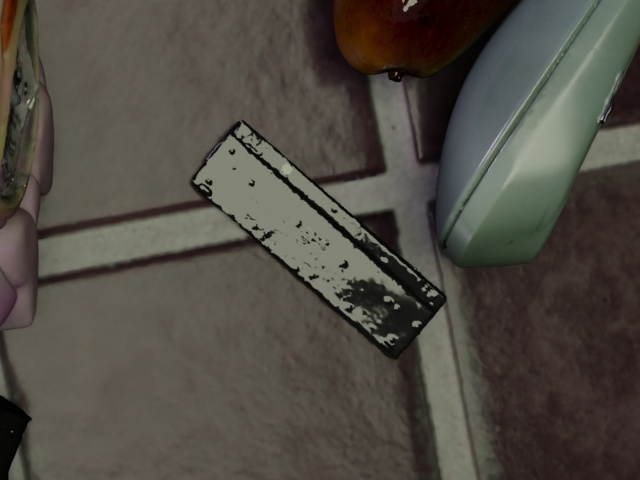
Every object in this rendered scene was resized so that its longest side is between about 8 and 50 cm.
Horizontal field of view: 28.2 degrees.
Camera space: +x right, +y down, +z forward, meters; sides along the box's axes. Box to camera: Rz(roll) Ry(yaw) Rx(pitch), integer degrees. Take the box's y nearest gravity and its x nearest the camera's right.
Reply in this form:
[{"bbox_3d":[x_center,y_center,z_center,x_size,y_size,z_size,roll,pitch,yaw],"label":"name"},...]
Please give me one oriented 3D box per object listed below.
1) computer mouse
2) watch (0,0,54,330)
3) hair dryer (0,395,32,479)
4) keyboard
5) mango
[{"bbox_3d":[0.153,-0.113,0.856,0.097,0.159,0.288,25,83,9],"label":"computer mouse"},{"bbox_3d":[-0.267,-0.077,0.710,0.217,0.248,0.211,4,53,-5],"label":"watch"},{"bbox_3d":[-0.180,0.207,0.809,0.251,0.089,0.197,23,84,-19],"label":"hair dryer"},{"bbox_3d":[0.000,0.000,0.886,0.195,0.018,0.060,42,88,-10],"label":"keyboard"},{"bbox_3d":[0.100,-0.224,0.864,0.133,0.111,0.267,39,76,1],"label":"mango"}]
